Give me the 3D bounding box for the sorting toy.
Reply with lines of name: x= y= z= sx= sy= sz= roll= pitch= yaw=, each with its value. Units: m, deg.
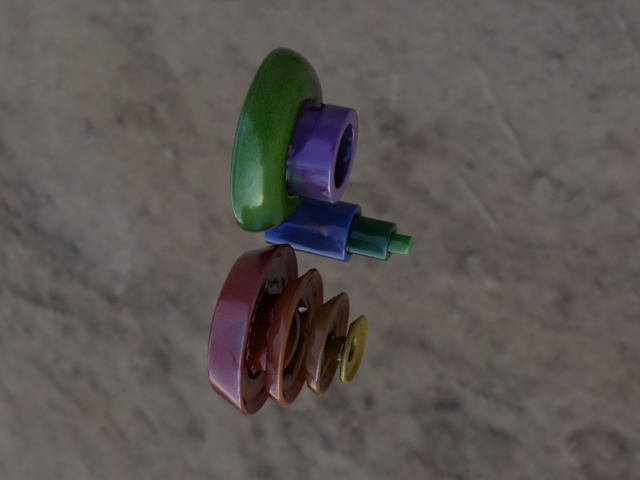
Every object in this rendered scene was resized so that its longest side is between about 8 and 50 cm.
sorting toy: x=0.000 y=0.000 z=0.501 sx=0.042 sy=0.061 sz=0.102 roll=12 pitch=102 yaw=14
